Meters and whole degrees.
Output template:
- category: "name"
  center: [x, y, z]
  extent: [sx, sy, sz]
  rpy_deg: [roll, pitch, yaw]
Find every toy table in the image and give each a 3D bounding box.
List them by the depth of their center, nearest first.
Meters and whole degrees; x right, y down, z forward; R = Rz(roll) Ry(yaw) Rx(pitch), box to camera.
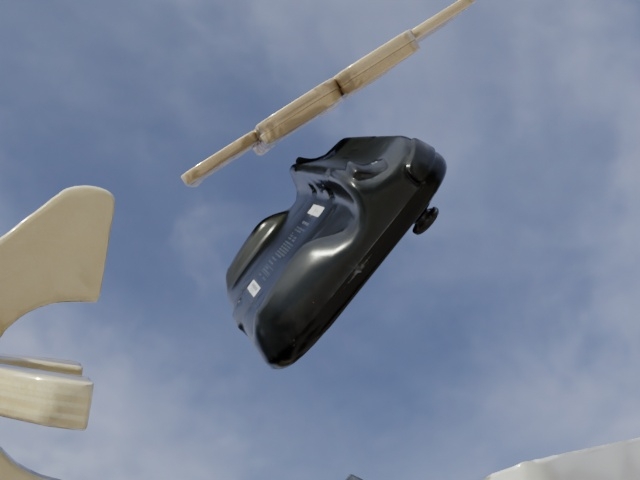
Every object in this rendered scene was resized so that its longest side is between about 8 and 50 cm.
- category: "toy table"
  center: [-0.222, 0.078, 0.785]
  extent: [0.160, 0.252, 0.274]
  rpy_deg: [9, -83, -12]

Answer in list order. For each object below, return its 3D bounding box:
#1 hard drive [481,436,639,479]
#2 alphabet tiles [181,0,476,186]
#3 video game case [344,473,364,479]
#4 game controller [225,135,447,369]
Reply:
- category: "hard drive"
  center: [0.208, 0.255, 0.675]
  extent: [0.203, 0.308, 0.040]
  rpy_deg: [-2, -22, -41]
- category: "alphabet tiles"
  center: [0.005, -0.119, 1.099]
  extent: [0.278, 0.284, 0.021]
  rpy_deg: [-32, -86, -3]
- category: "video game case"
  center: [0.066, 0.362, 1.397]
  extent: [0.196, 0.274, 0.026]
  rpy_deg: [25, -67, 15]
- category: "game controller"
  center: [0.000, 0.000, 0.896]
  extent: [0.067, 0.319, 0.166]
  rpy_deg: [30, -90, -8]
